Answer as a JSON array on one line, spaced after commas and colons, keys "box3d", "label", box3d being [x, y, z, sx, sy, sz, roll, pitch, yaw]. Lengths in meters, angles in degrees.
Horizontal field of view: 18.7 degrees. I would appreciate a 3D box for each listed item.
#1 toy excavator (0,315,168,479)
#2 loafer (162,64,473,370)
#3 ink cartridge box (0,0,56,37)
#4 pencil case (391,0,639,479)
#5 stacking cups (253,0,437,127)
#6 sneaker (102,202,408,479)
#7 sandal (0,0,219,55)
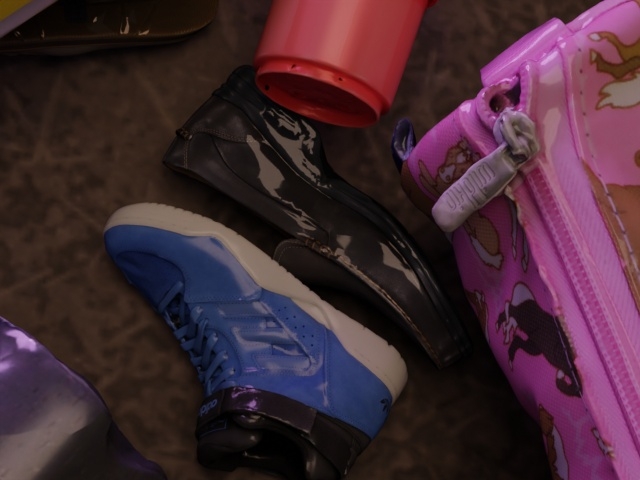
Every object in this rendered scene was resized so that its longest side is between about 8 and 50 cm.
[{"box3d": [-0.315, -0.006, 0.708, 0.222, 0.433, 0.445, -43, 112, -19], "label": "toy excavator"}, {"box3d": [0.000, 0.000, 0.884, 0.061, 0.062, 0.170, -41, 77, -6], "label": "loafer"}, {"box3d": [-0.165, -0.239, 0.870, 0.307, 0.072, 0.303, -35, 62, -22], "label": "ink cartridge box"}, {"box3d": [0.158, 0.097, 0.765, 0.167, 0.160, 0.386, -13, 71, -23], "label": "pencil case"}, {"box3d": [0.045, -0.207, 0.870, 0.096, 0.096, 0.316, 20, 73, -4], "label": "stacking cups"}, {"box3d": [-0.043, 0.052, 0.851, 0.152, 0.058, 0.084, 34, 59, -5], "label": "sneaker"}, {"box3d": [-0.136, -0.116, 0.902, 0.180, 0.049, 0.072, 1, 78, -27], "label": "sandal"}]
